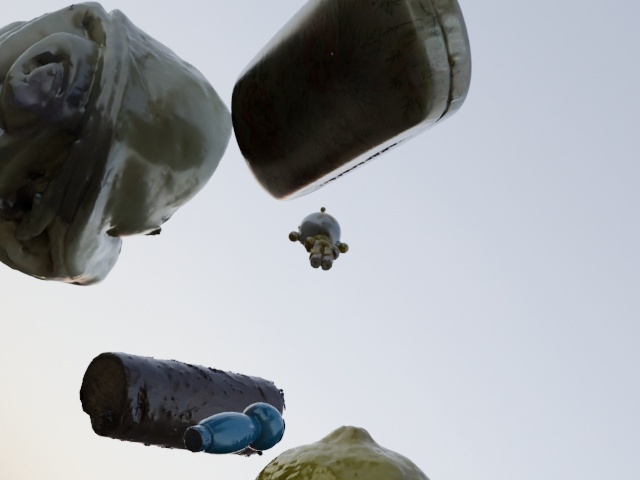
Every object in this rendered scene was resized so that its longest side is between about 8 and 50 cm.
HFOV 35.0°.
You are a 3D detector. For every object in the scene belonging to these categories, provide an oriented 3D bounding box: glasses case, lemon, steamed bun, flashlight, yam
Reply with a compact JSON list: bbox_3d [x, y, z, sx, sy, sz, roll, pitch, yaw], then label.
[{"bbox_3d":[0.011,-0.145,0.990,0.425,0.098,0.156,-23,-93,66],"label":"glasses case"},{"bbox_3d":[0.022,0.363,1.133,0.254,0.254,0.310,4,-89,52],"label":"lemon"},{"bbox_3d":[-0.315,-0.123,1.231,0.352,0.339,0.247,36,2,9],"label":"steamed bun"},{"bbox_3d":[-0.085,0.194,1.028,0.051,0.129,0.051,-1,-93,33],"label":"flashlight"},{"bbox_3d":[-0.189,0.233,1.413,0.280,0.131,0.131,17,-5,-41],"label":"yam"}]

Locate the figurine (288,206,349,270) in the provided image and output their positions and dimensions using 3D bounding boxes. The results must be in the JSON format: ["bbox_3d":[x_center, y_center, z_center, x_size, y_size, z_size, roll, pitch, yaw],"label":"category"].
[{"bbox_3d":[-0.005,0.000,1.748,0.101,0.143,0.068,25,-59,11],"label":"figurine"}]
